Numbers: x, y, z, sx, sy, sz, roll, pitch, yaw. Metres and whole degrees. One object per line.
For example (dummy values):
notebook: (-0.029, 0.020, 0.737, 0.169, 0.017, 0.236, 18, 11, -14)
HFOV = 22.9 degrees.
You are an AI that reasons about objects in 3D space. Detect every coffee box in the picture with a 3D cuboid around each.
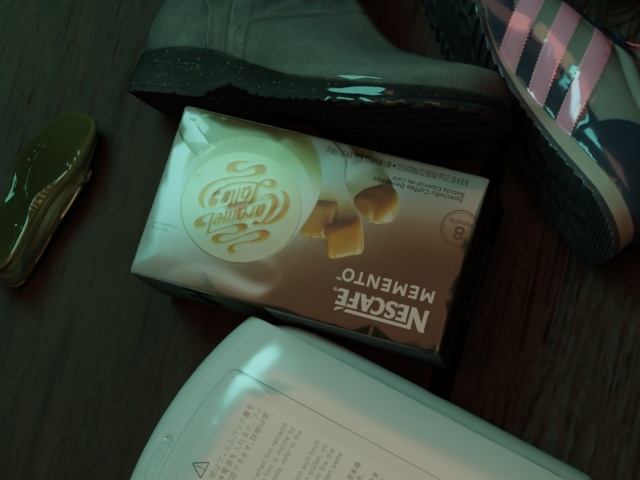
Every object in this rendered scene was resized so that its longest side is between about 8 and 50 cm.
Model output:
coffee box: (0.000, 0.000, 1.208, 0.246, 0.098, 0.141, 15, 80, 15)

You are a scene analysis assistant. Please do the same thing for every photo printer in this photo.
photo printer: (0.007, 0.216, 1.149, 0.307, 0.107, 0.256, 26, 83, 17)

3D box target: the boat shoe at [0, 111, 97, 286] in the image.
boat shoe: (-0.227, -0.035, 1.300, 0.056, 0.048, 0.153, 18, 74, 28)

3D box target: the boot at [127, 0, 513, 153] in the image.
boot: (0.008, -0.195, 1.217, 0.338, 0.118, 0.222, 11, 79, 28)

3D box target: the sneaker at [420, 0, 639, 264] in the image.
sneaker: (0.185, -0.137, 1.214, 0.131, 0.112, 0.319, -24, 73, -15)
